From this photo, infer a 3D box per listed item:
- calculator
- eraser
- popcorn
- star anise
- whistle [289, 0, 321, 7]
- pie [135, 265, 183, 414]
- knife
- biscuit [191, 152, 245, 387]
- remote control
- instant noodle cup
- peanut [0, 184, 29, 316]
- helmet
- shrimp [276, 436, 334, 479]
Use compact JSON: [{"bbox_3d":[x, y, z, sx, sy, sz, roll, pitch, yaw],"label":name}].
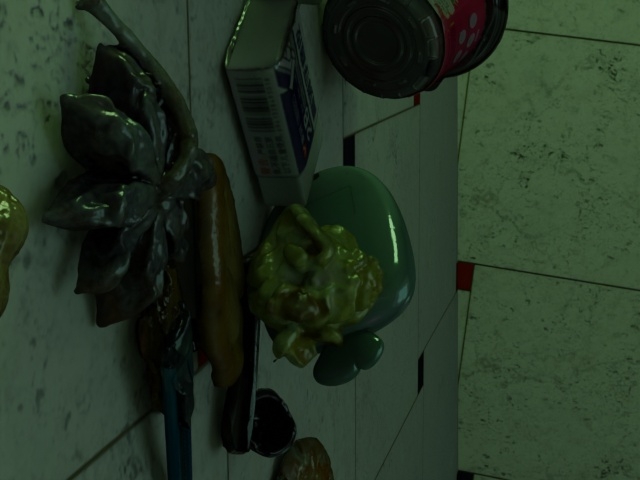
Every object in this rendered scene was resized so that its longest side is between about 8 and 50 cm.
[{"bbox_3d":[0.014,0.031,1.281,0.041,0.185,0.299,53,22,-43],"label":"calculator"},{"bbox_3d":[-0.047,-0.152,1.285,0.210,0.068,0.124,77,18,-47],"label":"eraser"},{"bbox_3d":[-0.009,0.045,1.165,0.135,0.141,0.162,155,-75,-67],"label":"popcorn"},{"bbox_3d":[-0.144,-0.058,0.885,0.230,0.081,0.262,-26,120,-63],"label":"star anise"},{"bbox_3d":[-0.022,-0.321,1.264,0.110,0.092,0.244,-73,-176,-49],"label":"whistle"},{"bbox_3d":[-0.140,0.099,1.024,0.092,0.034,0.170,-73,166,-51],"label":"pie"},{"bbox_3d":[-0.125,0.180,1.034,0.044,0.026,0.296,-70,165,-52],"label":"knife"},{"bbox_3d":[-0.096,0.023,1.092,0.260,0.041,0.203,88,4,-48],"label":"biscuit"},{"bbox_3d":[-0.084,0.122,1.224,0.059,0.028,0.212,169,-74,-65],"label":"remote control"},{"bbox_3d":[0.117,-0.313,1.612,0.181,0.258,0.302,-50,141,-47],"label":"instant noodle cup"},{"bbox_3d":[-0.209,0.015,0.695,0.054,0.054,0.113,72,24,-54],"label":"peanut"},{"bbox_3d":[-0.070,0.203,1.286,0.065,0.049,0.084,-38,109,-28],"label":"helmet"},{"bbox_3d":[-0.034,0.393,1.456,0.154,0.062,0.294,50,40,-52],"label":"shrimp"}]
